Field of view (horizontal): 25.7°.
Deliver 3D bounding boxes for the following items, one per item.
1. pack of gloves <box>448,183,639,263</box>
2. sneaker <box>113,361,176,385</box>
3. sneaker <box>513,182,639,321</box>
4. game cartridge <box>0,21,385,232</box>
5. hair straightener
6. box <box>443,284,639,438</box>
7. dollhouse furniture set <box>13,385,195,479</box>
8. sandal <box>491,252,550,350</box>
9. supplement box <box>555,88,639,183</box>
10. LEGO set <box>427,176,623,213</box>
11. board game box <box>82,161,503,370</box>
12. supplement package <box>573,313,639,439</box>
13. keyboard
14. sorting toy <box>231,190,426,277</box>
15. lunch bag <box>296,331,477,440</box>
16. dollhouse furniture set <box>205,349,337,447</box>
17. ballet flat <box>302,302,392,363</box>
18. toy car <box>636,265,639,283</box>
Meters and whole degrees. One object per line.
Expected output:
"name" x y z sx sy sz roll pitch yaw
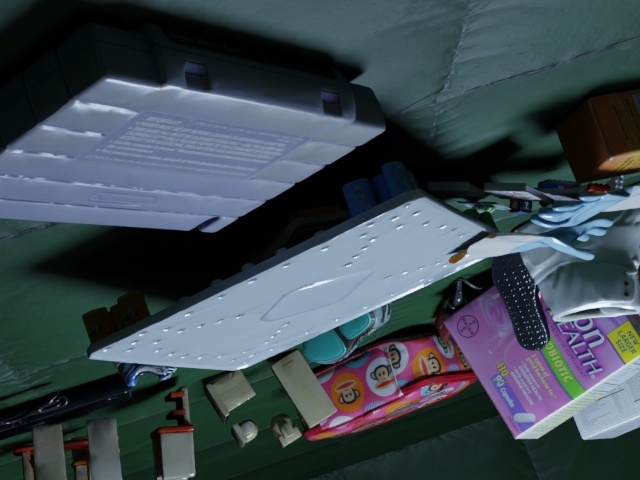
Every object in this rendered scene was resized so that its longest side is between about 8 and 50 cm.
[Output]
"pack of gloves" 0.294 -0.008 1.599 0.232 0.046 0.195 -8 165 -40
"sneaker" -0.202 0.155 1.838 0.135 0.058 0.052 -20 164 -3
"sneaker" 0.430 0.019 1.940 0.292 0.169 0.108 -20 162 -4
"game cartridge" -0.128 -0.083 1.144 0.230 0.068 0.355 -34 159 29
"hair straightener" 0.229 0.095 2.203 0.089 0.047 0.230 -28 160 -8
"box" 0.350 0.146 2.106 0.243 0.213 0.117 -36 160 16
"dollhouse furniture set" -0.321 0.298 2.064 0.259 0.135 0.262 -4 168 -15
"sandal" 0.293 0.075 2.027 0.067 0.179 0.040 -3 -152 29
"supplement box" 0.384 -0.127 1.567 0.233 0.080 0.078 -14 164 -27
"LEGO set" 0.250 -0.063 1.654 0.182 0.060 0.244 2 175 23
"board game box" -0.013 0.042 1.556 0.390 0.050 0.390 -26 165 16
"supplement package" 0.513 0.184 2.405 0.198 0.263 0.199 -27 163 21
"keyboard" -0.414 0.243 1.931 0.317 0.033 0.201 -18 170 -10
"sorting toy" 0.000 0.000 1.618 0.208 0.038 0.193 -14 164 -34
"lunch bag" 0.116 0.249 2.439 0.293 0.120 0.258 -26 167 25
"dollhouse furniture set" -0.080 0.257 2.217 0.151 0.144 0.123 -32 171 -12
"ballet flat" 0.044 0.127 2.038 0.070 0.070 0.188 -8 163 -36
"toy car" 0.529 0.036 2.147 0.210 0.219 0.238 -16 -166 -30
